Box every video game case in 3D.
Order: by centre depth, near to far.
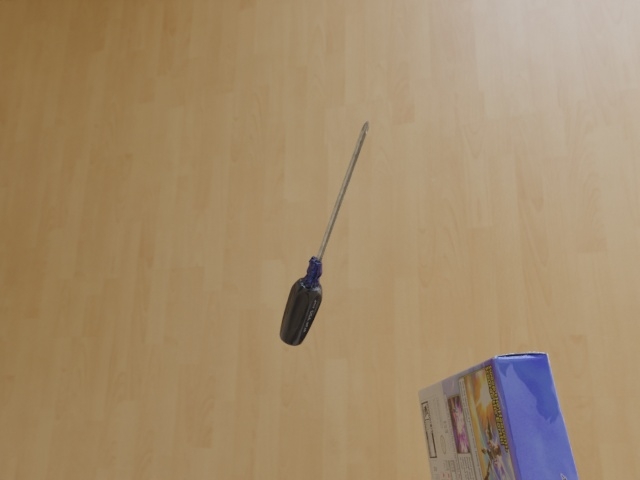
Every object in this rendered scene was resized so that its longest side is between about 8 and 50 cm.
[{"bbox_3d":[0.183,0.273,0.545,0.061,0.244,0.270,-3,68,-8],"label":"video game case"}]

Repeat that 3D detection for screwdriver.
[{"bbox_3d":[0.000,0.000,0.358,0.024,0.025,0.170,-116,37,-60],"label":"screwdriver"}]
